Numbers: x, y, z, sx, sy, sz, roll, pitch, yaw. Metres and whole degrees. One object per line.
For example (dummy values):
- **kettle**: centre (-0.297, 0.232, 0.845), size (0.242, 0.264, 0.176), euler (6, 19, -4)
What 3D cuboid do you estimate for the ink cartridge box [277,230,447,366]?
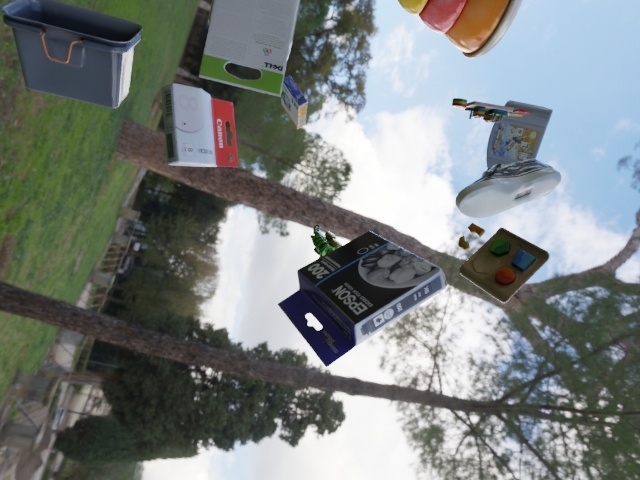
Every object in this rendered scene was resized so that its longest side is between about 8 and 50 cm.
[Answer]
- **ink cartridge box**: centre (0.047, 0.074, 0.700), size (0.208, 0.045, 0.206), euler (-31, -153, -14)

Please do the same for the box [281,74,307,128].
- **box**: centre (-0.065, -0.338, 1.107), size (0.028, 0.081, 0.136), euler (-31, 172, -13)

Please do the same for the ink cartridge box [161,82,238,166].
- **ink cartridge box**: centre (-0.291, -0.287, 1.170), size (0.066, 0.232, 0.189), euler (-1, -85, 42)

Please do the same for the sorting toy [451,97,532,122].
- **sorting toy**: centre (0.554, -0.421, 1.508), size (0.132, 0.275, 0.046), euler (-108, -154, -79)

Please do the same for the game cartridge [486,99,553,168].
- **game cartridge**: centre (0.782, -0.402, 1.824), size (0.062, 0.198, 0.297), euler (-52, 152, -46)

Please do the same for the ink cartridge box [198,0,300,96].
- **ink cartridge box**: centre (-0.163, -0.451, 1.038), size (0.097, 0.189, 0.255), euler (152, -52, -77)

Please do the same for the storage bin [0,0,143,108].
- **storage bin**: centre (-0.289, -0.215, 0.537), size (0.098, 0.135, 0.091), euler (-93, -163, -51)

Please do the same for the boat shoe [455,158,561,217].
- **boat shoe**: centre (0.333, -0.101, 0.837), size (0.077, 0.219, 0.070), euler (94, -26, -44)

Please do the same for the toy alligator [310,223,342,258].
- **toy alligator**: centre (0.000, 0.000, 1.052), size (0.056, 0.051, 0.189), euler (-54, -148, 12)

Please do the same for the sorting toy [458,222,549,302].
- **sorting toy**: centre (0.602, 0.054, 1.601), size (0.229, 0.041, 0.307), euler (-45, -135, -4)

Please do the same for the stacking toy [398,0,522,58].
- **stacking toy**: centre (0.349, -0.792, 1.388), size (0.350, 0.480, 0.350), euler (-168, -90, -79)
